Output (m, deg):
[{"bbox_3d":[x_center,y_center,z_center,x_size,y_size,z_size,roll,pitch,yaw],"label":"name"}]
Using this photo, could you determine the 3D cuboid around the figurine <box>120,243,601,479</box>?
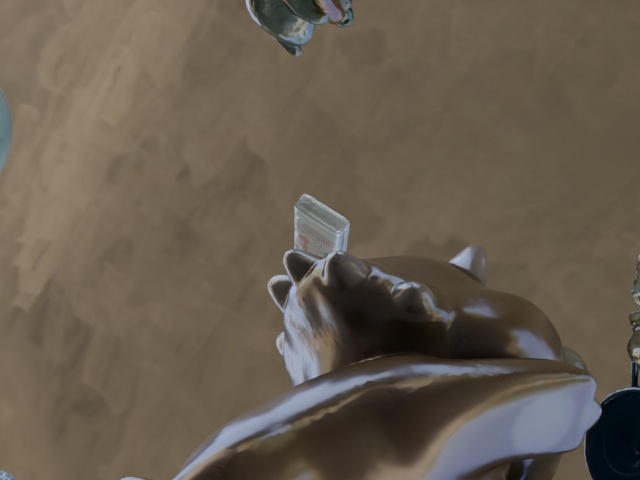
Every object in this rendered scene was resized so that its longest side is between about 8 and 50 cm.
[{"bbox_3d":[0.011,0.095,0.518,0.247,0.177,0.173,-33,-147,-8],"label":"figurine"}]

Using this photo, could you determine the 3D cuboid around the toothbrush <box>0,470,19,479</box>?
[{"bbox_3d":[-0.301,0.284,1.127,0.414,0.035,0.042,27,-62,13],"label":"toothbrush"}]

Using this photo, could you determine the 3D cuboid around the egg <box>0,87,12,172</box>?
[{"bbox_3d":[-0.514,-0.140,1.439,0.183,0.183,0.264,-43,-144,29],"label":"egg"}]

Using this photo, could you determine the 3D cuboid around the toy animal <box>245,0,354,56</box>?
[{"bbox_3d":[0.002,-0.342,1.319,0.251,0.127,0.125,-43,-132,52],"label":"toy animal"}]

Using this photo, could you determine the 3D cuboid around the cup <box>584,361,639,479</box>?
[{"bbox_3d":[0.316,0.158,0.925,0.131,0.155,0.176,-17,-104,48],"label":"cup"}]

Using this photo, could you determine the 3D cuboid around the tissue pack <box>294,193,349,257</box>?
[{"bbox_3d":[0.000,0.000,1.041,0.056,0.023,0.108,35,-25,15],"label":"tissue pack"}]

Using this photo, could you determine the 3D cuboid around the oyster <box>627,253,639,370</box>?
[{"bbox_3d":[0.300,0.032,0.628,0.233,0.161,0.107,-2,-130,9],"label":"oyster"}]
